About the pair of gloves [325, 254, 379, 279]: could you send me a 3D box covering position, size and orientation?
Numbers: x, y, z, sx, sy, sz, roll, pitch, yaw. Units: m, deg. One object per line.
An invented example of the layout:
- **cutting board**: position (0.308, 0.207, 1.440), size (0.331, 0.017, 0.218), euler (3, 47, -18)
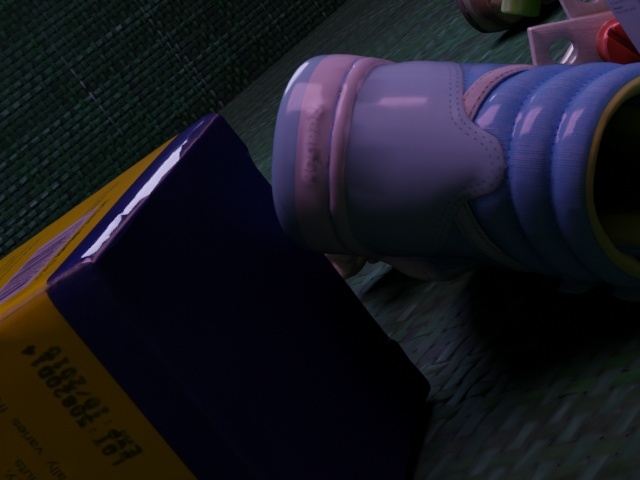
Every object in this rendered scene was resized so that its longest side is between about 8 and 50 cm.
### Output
- **pair of gloves**: position (0.000, 0.000, 0.883), size (0.240, 0.042, 0.204), euler (-45, -15, -23)

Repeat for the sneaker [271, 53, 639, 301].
- **sneaker**: position (0.130, -0.028, 0.717), size (0.208, 0.127, 0.319), euler (6, 5, 25)

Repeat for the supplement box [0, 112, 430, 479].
- **supplement box**: position (-0.151, 0.128, 0.689), size (0.357, 0.194, 0.195), euler (-32, 13, 23)

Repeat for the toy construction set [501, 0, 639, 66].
- **toy construction set**: position (0.207, -0.191, 0.892), size (0.215, 0.151, 0.327), euler (6, 27, -4)

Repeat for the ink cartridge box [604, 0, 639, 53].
- **ink cartridge box**: position (0.224, -0.123, 0.734), size (0.088, 0.122, 0.052), euler (-41, 12, -15)

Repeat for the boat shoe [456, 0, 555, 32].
- **boat shoe**: position (0.284, -0.352, 1.487), size (0.324, 0.122, 0.120), euler (-51, 21, -21)

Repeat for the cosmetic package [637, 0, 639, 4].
- **cosmetic package**: position (0.295, -0.210, 0.602), size (0.365, 0.155, 0.197), euler (-33, -4, -41)
